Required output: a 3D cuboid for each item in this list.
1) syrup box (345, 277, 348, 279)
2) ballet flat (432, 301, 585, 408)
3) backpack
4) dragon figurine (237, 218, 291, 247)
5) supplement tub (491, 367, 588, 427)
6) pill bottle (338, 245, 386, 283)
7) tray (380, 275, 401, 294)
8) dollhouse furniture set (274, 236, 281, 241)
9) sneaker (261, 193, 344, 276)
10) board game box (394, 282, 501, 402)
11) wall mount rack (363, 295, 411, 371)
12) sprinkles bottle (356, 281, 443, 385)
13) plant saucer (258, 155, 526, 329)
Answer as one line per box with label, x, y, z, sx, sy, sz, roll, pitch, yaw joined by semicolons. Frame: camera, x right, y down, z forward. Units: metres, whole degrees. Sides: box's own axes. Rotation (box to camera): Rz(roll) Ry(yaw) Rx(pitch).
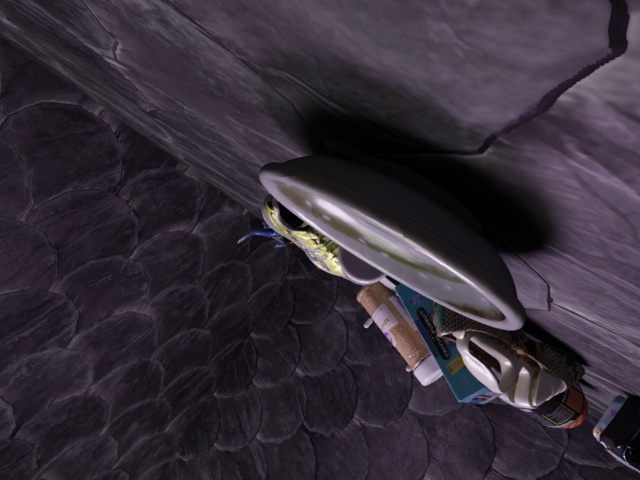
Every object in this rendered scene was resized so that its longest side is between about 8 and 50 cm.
syrup box;0.158;0.115;1.564;0.096;0.093;0.237;14;178;-10
ballet flat;0.443;0.285;0.980;0.483;0.182;0.164;34;142;-18
backpack;0.821;0.505;1.055;0.188;0.165;0.144;35;176;-8
dragon figurine;-0.120;-0.026;1.367;0.085;0.289;0.144;-16;106;57
supplement tub;0.734;0.497;1.374;0.316;0.193;0.193;35;175;-24
pill bottle;0.112;0.047;1.049;0.131;0.131;0.229;31;175;7
tray;0.224;0.124;1.365;0.270;0.030;0.145;38;-166;-21
dollhouse furniture set;-0.093;-0.015;1.761;0.144;0.123;0.151;29;175;28
sneaker;-0.009;-0.007;1.198;0.385;0.145;0.147;30;175;-2
board game box;0.360;0.277;1.152;0.254;0.079;0.336;31;-153;-51
wall mount rack;0.311;0.291;1.504;0.350;0.130;0.304;45;-156;6
sprinkles bottle;0.263;0.281;1.322;0.355;0.121;0.121;52;-173;31
plant saucer;0.106;-0.019;0.585;0.401;0.100;0.400;32;175;3
